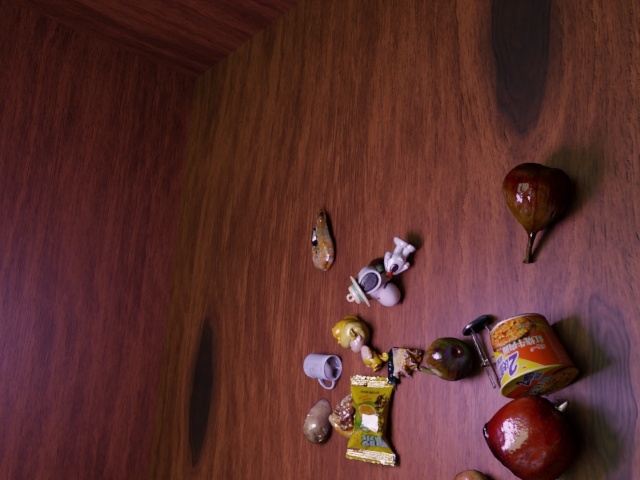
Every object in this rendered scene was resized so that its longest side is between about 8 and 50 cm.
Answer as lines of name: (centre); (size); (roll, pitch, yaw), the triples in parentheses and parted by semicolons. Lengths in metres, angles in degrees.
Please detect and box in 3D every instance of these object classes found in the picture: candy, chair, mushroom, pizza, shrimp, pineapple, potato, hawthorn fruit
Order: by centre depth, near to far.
hawthorn fruit: (0.566, 0.507, 1.386); (0.249, 0.215, 0.215); (-56, 43, 11)
chair: (0.501, 0.324, 1.597); (0.104, 0.095, 0.221); (-38, 51, 22)
pineapple: (0.288, 0.415, 1.847); (0.137, 0.069, 0.116); (-61, 35, 23)
candy: (0.184, 0.634, 1.885); (0.187, 0.081, 0.297); (-4, 66, 26)
pizza: (0.106, 0.641, 1.995); (0.154, 0.069, 0.193); (24, 98, 51)
mushroom: (0.220, 0.127, 2.027); (0.123, 0.052, 0.123); (-14, 72, 51)
potato: (0.001, 0.718, 2.083); (0.089, 0.101, 0.171); (3, 79, 45)
shrimp: (0.000, 0.000, 2.328); (0.152, 0.063, 0.287); (-38, 53, 52)

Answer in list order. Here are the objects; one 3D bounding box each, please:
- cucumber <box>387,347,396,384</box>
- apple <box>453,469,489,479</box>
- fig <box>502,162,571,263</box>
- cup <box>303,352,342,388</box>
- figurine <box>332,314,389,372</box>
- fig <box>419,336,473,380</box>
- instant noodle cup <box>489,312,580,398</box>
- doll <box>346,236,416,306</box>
cucumber: (0.256, 0.448, 1.893); (0.032, 0.032, 0.133); (-24, 51, 44)
apple: (0.445, 0.733, 1.539); (0.126, 0.102, 0.125); (-28, 54, 47)
fig: (0.642, -0.088, 1.543); (0.191, 0.191, 0.290); (-7, 110, 49)
cup: (0.007, 0.526, 2.126); (0.133, 0.099, 0.135); (-7, 73, 48)
figurine: (0.147, 0.385, 1.995); (0.246, 0.131, 0.156); (49, 158, 29)
fig: (0.387, 0.402, 1.709); (0.245, 0.149, 0.149); (117, 146, -55)
instant noodle cup: (0.570, 0.312, 1.449); (0.213, 0.213, 0.174); (-42, 41, 35)
doll: (0.220, 0.112, 1.930); (0.144, 0.208, 0.271); (-132, 54, -80)
